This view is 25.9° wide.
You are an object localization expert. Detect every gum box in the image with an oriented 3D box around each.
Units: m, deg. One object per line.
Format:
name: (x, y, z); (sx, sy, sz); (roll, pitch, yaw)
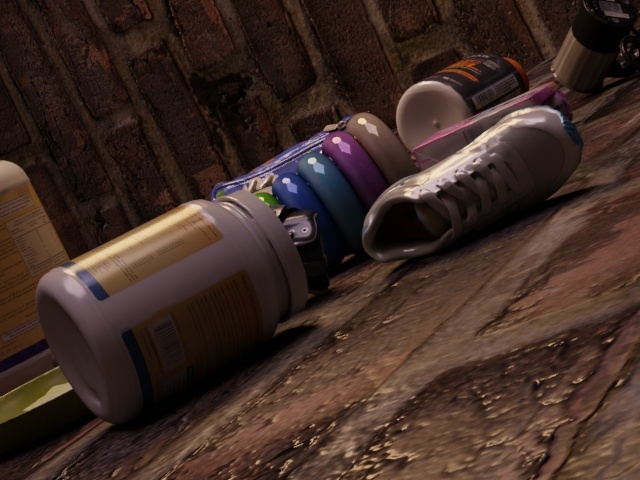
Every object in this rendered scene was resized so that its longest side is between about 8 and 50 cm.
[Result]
gum box: (0.225, -0.137, 1.788); (0.188, 0.062, 0.107); (-23, 7, 29)

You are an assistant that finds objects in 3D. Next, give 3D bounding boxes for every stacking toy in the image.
stacking toy: (-0.049, 0.003, 1.498); (0.330, 0.141, 0.141); (-33, 6, -5)

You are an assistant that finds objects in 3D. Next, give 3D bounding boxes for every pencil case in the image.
pencil case: (-0.034, -0.097, 2.255); (0.306, 0.133, 0.119); (-26, 33, 11)

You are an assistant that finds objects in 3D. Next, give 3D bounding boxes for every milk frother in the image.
milk frother: (0.411, -0.262, 2.002); (0.134, 0.129, 0.143); (109, 179, -47)

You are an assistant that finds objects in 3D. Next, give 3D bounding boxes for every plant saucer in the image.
plant saucer: (-0.257, 0.156, 1.384); (0.241, 0.037, 0.241); (-25, 7, 3)

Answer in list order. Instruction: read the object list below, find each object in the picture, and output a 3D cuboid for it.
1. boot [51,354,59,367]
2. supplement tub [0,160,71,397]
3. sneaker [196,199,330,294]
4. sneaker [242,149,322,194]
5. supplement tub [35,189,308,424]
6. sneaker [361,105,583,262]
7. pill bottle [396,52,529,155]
boot: (-0.287, 0.136, 1.710); (0.118, 0.042, 0.087); (-32, 12, 8)
supplement tub: (-0.461, 0.040, 1.855); (0.241, 0.331, 0.241); (-25, 6, 3)
sneaker: (-0.083, 0.036, 1.330); (0.163, 0.086, 0.226); (7, 37, 21)
sneaker: (-0.008, -0.068, 2.102); (0.292, 0.110, 0.118); (-25, 19, 29)
supplement tub: (-0.126, 0.053, 1.193); (0.200, 0.144, 0.144); (-28, 6, -25)
sneaker: (0.137, -0.042, 1.256); (0.229, 0.087, 0.092); (-31, 9, 36)
pill bottle: (0.225, -0.205, 2.086); (0.130, 0.130, 0.246); (-22, 6, 38)
